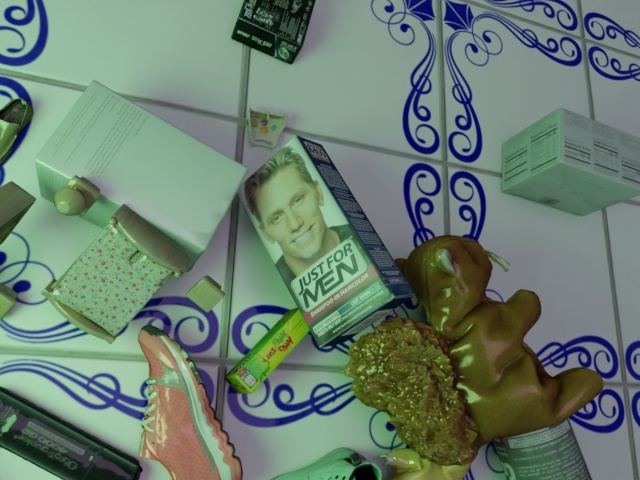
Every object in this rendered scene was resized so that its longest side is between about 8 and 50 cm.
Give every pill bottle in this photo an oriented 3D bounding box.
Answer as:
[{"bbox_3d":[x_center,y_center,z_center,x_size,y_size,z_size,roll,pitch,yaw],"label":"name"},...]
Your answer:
[{"bbox_3d":[0.460,0.473,1.147,0.161,0.161,0.283,-15,81,-25],"label":"pill bottle"}]

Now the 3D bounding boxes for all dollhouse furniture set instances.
[{"bbox_3d":[-0.383,0.098,0.844,0.356,0.173,0.303,41,106,-16],"label":"dollhouse furniture set"}]

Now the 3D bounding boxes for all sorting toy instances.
[{"bbox_3d":[-0.117,-0.232,1.181,0.083,0.045,0.075,7,80,-21],"label":"sorting toy"}]

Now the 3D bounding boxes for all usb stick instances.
[{"bbox_3d":[-0.418,0.327,0.894,0.278,0.045,0.077,34,72,-11],"label":"usb stick"}]

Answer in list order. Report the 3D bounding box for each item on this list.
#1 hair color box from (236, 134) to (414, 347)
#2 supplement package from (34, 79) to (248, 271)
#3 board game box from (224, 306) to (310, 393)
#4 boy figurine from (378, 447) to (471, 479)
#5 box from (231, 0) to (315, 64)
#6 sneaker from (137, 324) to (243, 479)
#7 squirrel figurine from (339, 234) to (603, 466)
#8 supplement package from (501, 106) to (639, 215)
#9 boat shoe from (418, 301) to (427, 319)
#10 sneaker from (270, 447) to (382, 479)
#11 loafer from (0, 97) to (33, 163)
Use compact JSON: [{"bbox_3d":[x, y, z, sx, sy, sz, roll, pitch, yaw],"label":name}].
[{"bbox_3d":[0.000,0.000,1.031,0.105,0.174,0.347,6,50,-60],"label":"hair color box"},{"bbox_3d":[-0.309,-0.100,0.986,0.293,0.175,0.177,30,65,-12],"label":"supplement package"},{"bbox_3d":[-0.090,0.200,1.037,0.043,0.092,0.181,47,64,-5],"label":"board game box"},{"bbox_3d":[0.175,0.470,1.071,0.285,0.092,0.177,-31,88,-27],"label":"boy figurine"},{"bbox_3d":[-0.098,-0.505,1.243,0.148,0.077,0.180,19,69,-17],"label":"box"},{"bbox_3d":[-0.249,0.293,0.934,0.136,0.116,0.313,-26,86,-25],"label":"sneaker"},{"bbox_3d":[0.242,0.191,1.063,0.397,0.281,0.370,-28,96,-18],"label":"squirrel figurine"},{"bbox_3d":[0.611,-0.182,1.372,0.262,0.204,0.145,14,71,-18],"label":"supplement package"},{"bbox_3d":[0.277,0.101,1.234,0.063,0.059,0.170,43,64,-6],"label":"boat shoe"},{"bbox_3d":[-0.014,0.443,0.967,0.256,0.151,0.094,-26,88,-25],"label":"sneaker"},{"bbox_3d":[-0.556,-0.193,0.982,0.056,0.050,0.147,24,67,-14],"label":"loafer"}]
